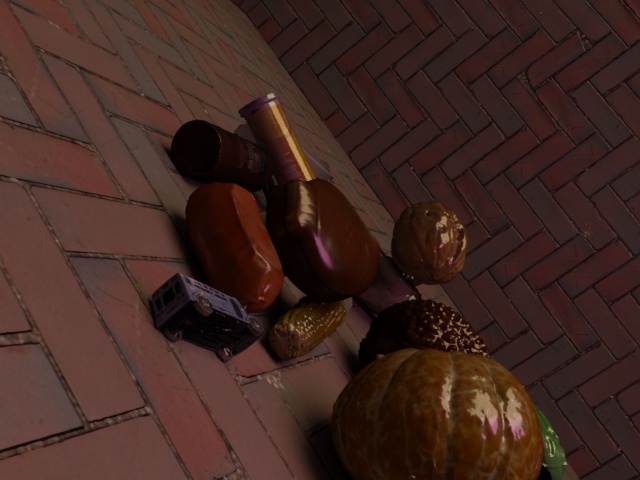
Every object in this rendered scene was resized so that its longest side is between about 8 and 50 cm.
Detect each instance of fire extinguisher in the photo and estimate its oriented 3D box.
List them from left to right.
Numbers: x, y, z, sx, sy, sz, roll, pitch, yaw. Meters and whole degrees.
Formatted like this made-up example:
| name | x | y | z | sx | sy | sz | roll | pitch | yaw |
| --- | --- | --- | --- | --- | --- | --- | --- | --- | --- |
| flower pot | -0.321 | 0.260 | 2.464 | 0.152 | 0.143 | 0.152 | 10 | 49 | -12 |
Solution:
| name | x | y | z | sx | sy | sz | roll | pitch | yaw |
| --- | --- | --- | --- | --- | --- | --- | --- | --- | --- |
| fire extinguisher | -0.185 | -0.161 | 1.490 | 0.337 | 0.114 | 0.135 | 8 | 61 | -70 |

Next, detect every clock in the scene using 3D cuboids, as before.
| name | x | y | z | sx | sy | sz | roll | pitch | yaw |
| --- | --- | --- | --- | --- | --- | --- | --- | --- | --- |
| clock | -0.097 | -0.230 | 1.830 | 0.253 | 0.083 | 0.186 | 26 | -8 | 40 |

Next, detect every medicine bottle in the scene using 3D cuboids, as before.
| name | x | y | z | sx | sy | sz | roll | pitch | yaw |
| --- | --- | --- | --- | --- | --- | --- | --- | --- | --- |
| medicine bottle | -0.051 | -0.139 | 1.636 | 0.426 | 0.108 | 0.108 | 63 | 13 | -3 |

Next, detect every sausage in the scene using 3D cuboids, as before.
| name | x | y | z | sx | sy | sz | roll | pitch | yaw |
| --- | --- | --- | --- | --- | --- | --- | --- | --- | --- |
| sausage | -0.147 | 0.009 | 1.141 | 0.133 | 0.133 | 0.258 | 31 | 28 | -58 |

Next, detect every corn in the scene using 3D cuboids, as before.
| name | x | y | z | sx | sy | sz | roll | pitch | yaw |
| --- | --- | --- | --- | --- | --- | --- | --- | --- | --- |
| corn | -0.019 | 0.151 | 1.286 | 0.097 | 0.097 | 0.320 | 53 | 16 | 4 |

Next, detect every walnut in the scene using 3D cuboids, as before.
| name | x | y | z | sx | sy | sz | roll | pitch | yaw |
| --- | --- | --- | --- | --- | --- | --- | --- | --- | --- |
| walnut | 0.276 | 0.005 | 1.747 | 0.198 | 0.198 | 0.245 | 43 | 31 | -35 |

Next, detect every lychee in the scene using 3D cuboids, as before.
| name | x | y | z | sx | sy | sz | roll | pitch | yaw |
| --- | --- | --- | --- | --- | --- | --- | --- | --- | --- |
| lychee | 0.224 | 0.254 | 1.439 | 0.267 | 0.267 | 0.267 | 49 | 14 | -16 |

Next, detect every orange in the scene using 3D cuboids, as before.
| name | x | y | z | sx | sy | sz | roll | pitch | yaw |
| --- | --- | --- | --- | --- | --- | --- | --- | --- | --- |
| orange | 0.181 | 0.297 | 1.076 | 0.329 | 0.329 | 0.249 | 37 | 50 | -49 |

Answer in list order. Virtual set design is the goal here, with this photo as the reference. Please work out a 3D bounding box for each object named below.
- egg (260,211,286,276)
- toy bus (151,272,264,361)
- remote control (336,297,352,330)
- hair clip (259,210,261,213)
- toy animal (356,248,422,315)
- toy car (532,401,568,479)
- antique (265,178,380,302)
| name | x | y | z | sx | sy | sz | roll | pitch | yaw |
| --- | --- | --- | --- | --- | --- | --- | --- | --- | --- |
| egg | -0.087 | 0.009 | 1.366 | 0.152 | 0.114 | 0.114 | 45 | 15 | -23 |
| toy bus | -0.156 | 0.108 | 0.970 | 0.167 | 0.073 | 0.076 | 35 | 20 | -50 |
| remote control | 0.038 | 0.131 | 1.568 | 0.250 | 0.034 | 0.103 | -43 | 124 | -77 |
| hair clip | -0.055 | 0.009 | 1.534 | 0.278 | 0.090 | 0.137 | 49 | 20 | -11 |
| toy animal | 0.226 | 0.173 | 1.860 | 0.344 | 0.194 | 0.303 | 60 | 21 | 20 |
| toy car | 0.330 | 0.459 | 1.275 | 0.177 | 0.358 | 0.213 | 16 | 24 | -21 |
| antique | 0.000 | 0.000 | 1.270 | 0.278 | 0.129 | 0.223 | 29 | 50 | -47 |
